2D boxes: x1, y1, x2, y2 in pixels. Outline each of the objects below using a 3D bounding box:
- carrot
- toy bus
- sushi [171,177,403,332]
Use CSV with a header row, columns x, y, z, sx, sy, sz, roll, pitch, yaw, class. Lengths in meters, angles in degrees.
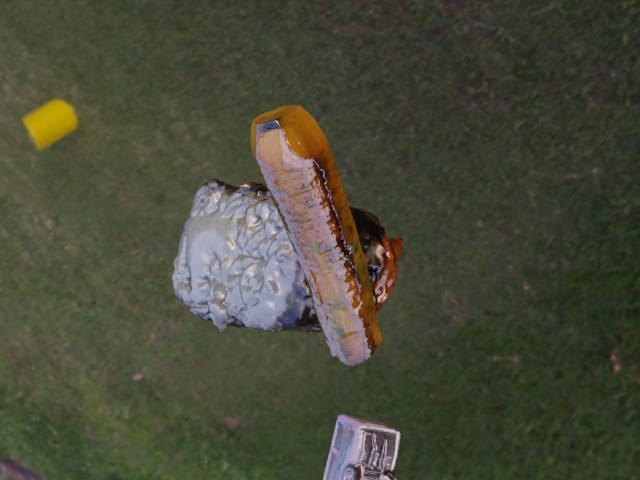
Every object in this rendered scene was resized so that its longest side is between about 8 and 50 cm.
x,y,z,sx,sy,sz,roll,pitch,yaw,class
0.000,0.000,0.926,0.070,0.070,0.260,6,123,42,carrot
0.018,0.186,0.680,0.037,0.130,0.052,14,179,-27,toy bus
-0.058,0.033,1.242,0.182,0.196,0.343,24,171,-32,sushi
